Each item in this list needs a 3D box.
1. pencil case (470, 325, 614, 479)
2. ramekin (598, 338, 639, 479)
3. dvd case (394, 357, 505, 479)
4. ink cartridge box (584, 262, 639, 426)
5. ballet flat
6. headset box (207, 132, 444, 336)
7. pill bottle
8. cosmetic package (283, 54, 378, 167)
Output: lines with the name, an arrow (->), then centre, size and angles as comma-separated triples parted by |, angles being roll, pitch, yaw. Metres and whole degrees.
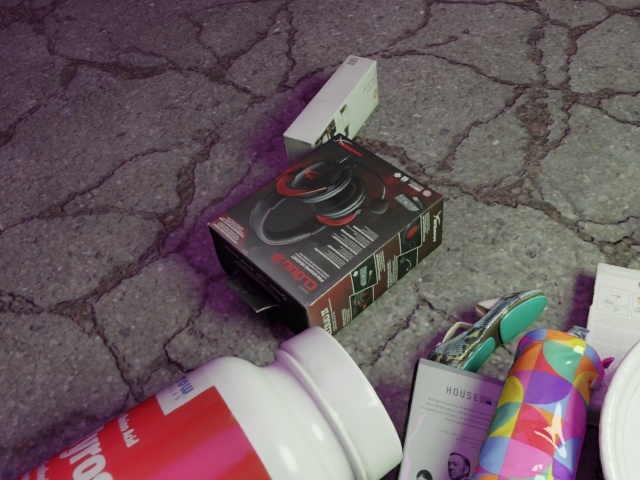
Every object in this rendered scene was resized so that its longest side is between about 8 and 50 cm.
pencil case -> 0.226, 0.200, 0.672 | 0.104, 0.104, 0.236 | 18, 56, 23
ramekin -> 0.407, 0.208, 0.623 | 0.277, 0.135, 0.277 | -5, 70, 14
dvd case -> 0.172, 0.259, 0.702 | 0.179, 0.030, 0.239 | 16, 54, 3
ink cartridge box -> 0.416, 0.139, 0.795 | 0.181, 0.056, 0.225 | 12, 47, 19
ballet flat -> 0.211, 0.113, 0.838 | 0.188, 0.070, 0.070 | -34, 53, -22
headset box -> 0.000, 0.000, 0.936 | 0.293, 0.110, 0.218 | -37, 54, -22
pill bottle -> -0.129, 0.264, 0.647 | 0.407, 0.229, 0.229 | -31, 51, -18
cosmetic package -> 0.025, -0.212, 1.129 | 0.060, 0.099, 0.239 | 20, 55, 21
